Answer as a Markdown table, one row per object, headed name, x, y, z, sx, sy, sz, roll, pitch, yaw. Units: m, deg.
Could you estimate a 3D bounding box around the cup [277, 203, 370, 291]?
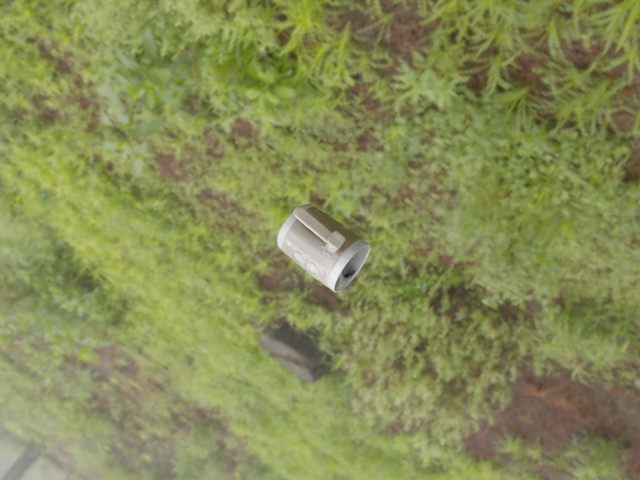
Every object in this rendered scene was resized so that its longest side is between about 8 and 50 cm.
| name | x | y | z | sx | sy | sz | roll | pitch | yaw |
| --- | --- | --- | --- | --- | --- | --- | --- | --- | --- |
| cup | -0.004 | 0.007 | 1.091 | 0.099 | 0.074 | 0.102 | 36 | -169 | 18 |
